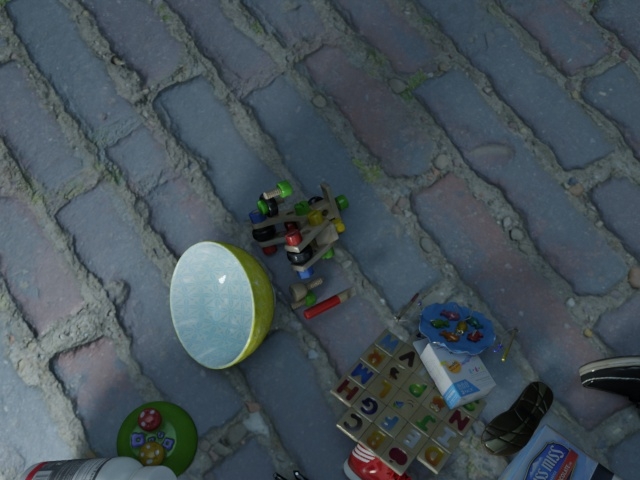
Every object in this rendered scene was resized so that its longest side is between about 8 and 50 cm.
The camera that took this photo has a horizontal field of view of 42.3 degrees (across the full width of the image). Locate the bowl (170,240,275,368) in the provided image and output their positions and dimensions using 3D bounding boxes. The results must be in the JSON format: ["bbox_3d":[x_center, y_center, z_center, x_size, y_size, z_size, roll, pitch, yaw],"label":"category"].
[{"bbox_3d":[-0.197,0.139,1.896,0.156,0.289,0.289,-6,60,-48],"label":"bowl"}]

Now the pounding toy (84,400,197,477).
[{"bbox_3d":[-0.390,0.454,1.819,0.237,0.110,0.183,-37,72,-13],"label":"pounding toy"}]

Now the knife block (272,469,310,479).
[{"bbox_3d":[-0.017,0.621,1.757,0.242,0.088,0.275,-14,69,-3],"label":"knife block"}]

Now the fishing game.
[{"bbox_3d":[0.311,0.191,1.883,0.264,0.041,0.189,21,33,20],"label":"fishing game"}]

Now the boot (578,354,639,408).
[{"bbox_3d":[0.756,0.410,1.801,0.378,0.138,0.284,8,69,-1],"label":"boot"}]

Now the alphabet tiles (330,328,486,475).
[{"bbox_3d":[0.198,0.347,1.827,0.285,0.011,0.342,36,50,14],"label":"alphabet tiles"}]

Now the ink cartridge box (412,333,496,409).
[{"bbox_3d":[0.299,0.277,1.867,0.104,0.061,0.181,-13,56,-28],"label":"ink cartridge box"}]

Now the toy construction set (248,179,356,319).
[{"bbox_3d":[0.000,0.000,1.950,0.237,0.257,0.308,-24,90,-21],"label":"toy construction set"}]

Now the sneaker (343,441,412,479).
[{"bbox_3d":[0.159,0.506,1.766,0.221,0.128,0.087,29,36,11],"label":"sneaker"}]

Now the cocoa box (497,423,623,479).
[{"bbox_3d":[0.419,0.582,1.616,0.228,0.231,0.347,37,43,15],"label":"cocoa box"}]

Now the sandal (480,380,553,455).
[{"bbox_3d":[0.439,0.402,1.852,0.090,0.060,0.219,41,61,9],"label":"sandal"}]

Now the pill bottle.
[{"bbox_3d":[-0.456,0.536,1.697,0.319,0.176,0.176,-9,67,23],"label":"pill bottle"}]
